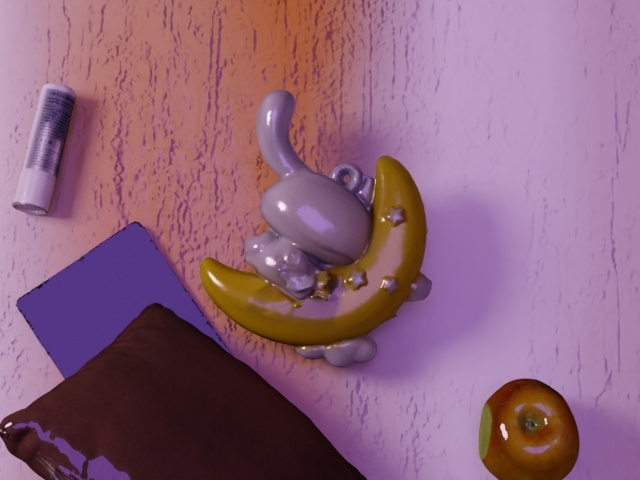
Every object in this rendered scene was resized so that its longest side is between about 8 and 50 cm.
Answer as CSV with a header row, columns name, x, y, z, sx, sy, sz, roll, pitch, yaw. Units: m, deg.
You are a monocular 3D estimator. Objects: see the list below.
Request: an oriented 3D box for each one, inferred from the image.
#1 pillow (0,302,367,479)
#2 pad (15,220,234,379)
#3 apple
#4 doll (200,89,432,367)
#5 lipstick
name,x,y,z,sx,sy,sz,roll,pitch,yaw
pillow,-0.110,0.208,1.338,0.308,0.305,0.108,40,118,4
pad,-0.184,0.127,1.477,0.159,0.009,0.265,-34,83,-12
apple,0.216,0.198,1.441,0.099,0.102,0.114,8,75,-1
doll,0.000,0.000,1.472,0.252,0.111,0.237,30,92,2
lipstick,-0.295,-0.099,1.506,0.040,0.040,0.141,12,75,-1
